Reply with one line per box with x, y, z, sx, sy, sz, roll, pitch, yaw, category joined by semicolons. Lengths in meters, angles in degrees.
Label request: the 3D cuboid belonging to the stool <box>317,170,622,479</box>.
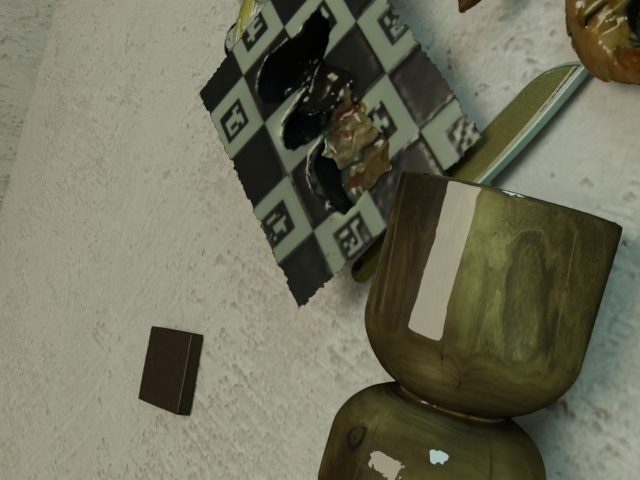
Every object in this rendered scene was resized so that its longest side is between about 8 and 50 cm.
0.117;0.091;0.619;0.179;0.179;0.264;21;96;57;stool

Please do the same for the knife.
0.140;-0.055;0.770;0.343;0.027;0.061;-48;32;32;knife

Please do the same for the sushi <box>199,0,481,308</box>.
0.029;-0.147;0.924;0.296;0.100;0.373;-45;55;28;sushi

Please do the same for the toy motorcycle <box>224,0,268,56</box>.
-0.079;-0.351;1.160;0.228;0.074;0.151;-53;42;29;toy motorcycle

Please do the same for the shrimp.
0.265;-0.177;0.597;0.145;0.061;0.267;-54;39;33;shrimp

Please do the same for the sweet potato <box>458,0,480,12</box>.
0.225;-0.306;0.698;0.255;0.058;0.078;-35;25;38;sweet potato

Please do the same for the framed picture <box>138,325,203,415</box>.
-0.248;0.210;1.260;0.168;0.023;0.127;-2;76;56;framed picture
